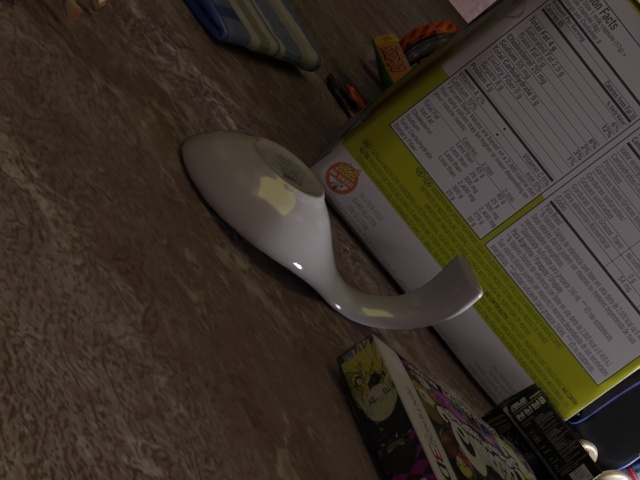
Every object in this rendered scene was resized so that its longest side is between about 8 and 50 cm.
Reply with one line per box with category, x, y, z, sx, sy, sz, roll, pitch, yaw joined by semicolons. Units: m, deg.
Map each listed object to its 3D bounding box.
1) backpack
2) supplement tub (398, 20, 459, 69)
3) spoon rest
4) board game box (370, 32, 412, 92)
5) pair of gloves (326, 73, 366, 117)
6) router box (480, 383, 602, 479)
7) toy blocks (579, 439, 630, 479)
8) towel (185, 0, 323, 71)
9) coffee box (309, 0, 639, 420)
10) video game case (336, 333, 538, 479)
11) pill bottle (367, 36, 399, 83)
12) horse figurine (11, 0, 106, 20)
backpack;0.322;0.166;1.875;0.117;0.158;0.173;58;0;-10
supplement tub;0.164;-0.170;2.234;0.117;0.117;0.190;28;37;-60
spoon rest;0.000;0.000;1.415;0.276;0.084;0.137;28;22;-29
board game box;0.105;-0.139;2.089;0.259;0.039;0.124;-113;-173;-56
pair of gloves;0.037;-0.154;2.052;0.074;0.010;0.083;59;18;24
router box;0.181;0.173;1.505;0.092;0.038;0.122;53;-13;5
toy blocks;0.269;0.265;1.627;0.123;0.054;0.148;41;18;-42
towel;-0.101;-0.268;1.842;0.209;0.034;0.285;57;16;11
coffee box;0.235;-0.066;1.773;0.338;0.334;0.337;51;13;-6
video game case;0.118;0.198;1.321;0.232;0.042;0.210;40;19;-43
pill bottle;0.115;-0.211;2.344;0.116;0.065;0.065;47;14;-21
horse figurine;-0.213;-0.248;1.342;0.174;0.066;0.263;55;10;-10
